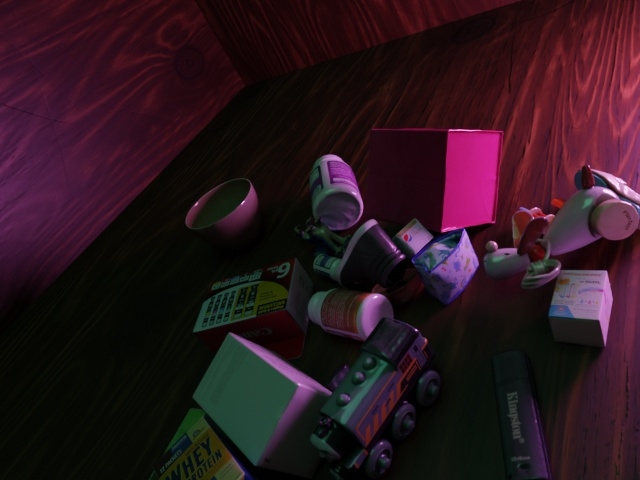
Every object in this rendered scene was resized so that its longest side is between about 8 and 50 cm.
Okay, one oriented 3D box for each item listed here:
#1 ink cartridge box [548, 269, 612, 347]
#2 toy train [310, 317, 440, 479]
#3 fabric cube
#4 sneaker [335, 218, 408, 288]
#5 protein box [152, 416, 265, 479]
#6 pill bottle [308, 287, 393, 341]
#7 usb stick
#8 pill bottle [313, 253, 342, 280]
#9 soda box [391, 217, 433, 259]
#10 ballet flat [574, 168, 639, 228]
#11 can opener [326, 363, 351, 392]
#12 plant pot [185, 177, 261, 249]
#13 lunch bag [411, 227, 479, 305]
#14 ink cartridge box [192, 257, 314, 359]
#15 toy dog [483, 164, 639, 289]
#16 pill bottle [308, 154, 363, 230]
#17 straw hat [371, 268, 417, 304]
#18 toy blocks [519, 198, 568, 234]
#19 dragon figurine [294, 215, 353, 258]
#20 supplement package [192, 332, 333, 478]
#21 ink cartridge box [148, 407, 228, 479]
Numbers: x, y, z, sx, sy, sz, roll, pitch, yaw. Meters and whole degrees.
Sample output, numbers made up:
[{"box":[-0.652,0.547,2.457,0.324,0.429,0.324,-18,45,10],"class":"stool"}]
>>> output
[{"box":[0.527,0.127,0.990,0.092,0.090,0.143,-1,45,39],"class":"ink cartridge box"},{"box":[0.112,0.316,0.988,0.142,0.190,0.334,15,54,49],"class":"toy train"},{"box":[0.306,-0.173,1.337,0.254,0.259,0.258,-8,15,-40],"class":"fabric cube"},{"box":[0.131,0.085,1.276,0.104,0.295,0.147,-31,67,-27],"class":"sneaker"},{"box":[-0.194,0.503,0.980,0.136,0.200,0.201,-43,34,-18],"class":"protein box"},{"box":[0.069,0.185,1.247,0.216,0.121,0.121,2,46,50],"class":"pill bottle"},{"box":[0.367,0.323,0.905,0.077,0.045,0.278,-15,37,23],"class":"usb stick"},{"box":[0.040,0.083,1.463,0.120,0.067,0.067,16,55,49],"class":"pill bottle"},{"box":[0.214,0.021,1.289,0.074,0.069,0.216,-41,-7,-18],"class":"soda box"},{"box":[0.711,-0.104,1.171,0.086,0.086,0.248,-27,35,7],"class":"ballet flat"},{"box":[0.100,0.301,1.141,0.186,0.073,0.059,-36,24,-24],"class":"can opener"},{"box":[-0.336,-0.073,1.857,0.284,0.191,0.284,-22,34,16],"class":"plant pot"},{"box":[0.318,0.058,1.215,0.151,0.129,0.096,-38,34,-8],"class":"lunch bag"},{"box":[-0.193,0.220,1.416,0.309,0.130,0.272,-17,37,20],"class":"ink cartridge box"},{"box":[0.511,-0.043,1.079,0.334,0.161,0.220,-29,4,-3],"class":"toy dog"},{"box":[0.046,-0.179,1.710,0.169,0.169,0.301,-24,34,11],"class":"pill bottle"},{"box":[0.205,0.132,1.270,0.144,0.061,0.144,-29,9,5],"class":"straw hat"},{"box":[0.584,-0.068,1.234,0.123,0.054,0.148,-36,33,-5],"class":"toy blocks"},{"box":[0.000,0.000,1.586,0.085,0.144,0.289,-49,18,-22],"class":"dragon figurine"},{"box":[-0.117,0.359,1.094,0.293,0.175,0.177,20,77,50],"class":"supplement package"},{"box":[-0.307,0.514,1.140,0.062,0.109,0.209,-5,41,36],"class":"ink cartridge box"}]
